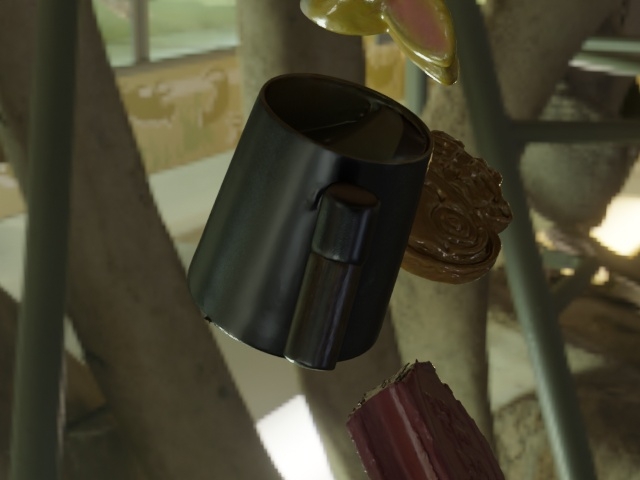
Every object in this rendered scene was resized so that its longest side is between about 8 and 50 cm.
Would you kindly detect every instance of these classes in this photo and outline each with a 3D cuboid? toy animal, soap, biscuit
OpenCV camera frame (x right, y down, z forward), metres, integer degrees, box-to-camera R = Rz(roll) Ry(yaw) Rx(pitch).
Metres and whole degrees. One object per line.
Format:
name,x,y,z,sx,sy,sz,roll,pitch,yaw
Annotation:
toy animal,0.016,-0.133,0.559,0.070,0.159,0.083,-30,154,17
soap,0.119,0.251,1.334,0.099,0.250,0.162,-37,150,20
biscuit,0.125,-0.049,1.374,0.202,0.044,0.288,40,-145,10

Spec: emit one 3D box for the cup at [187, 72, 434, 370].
cup,0.013,-0.002,0.961,0.166,0.177,0.239,1,-146,-32
